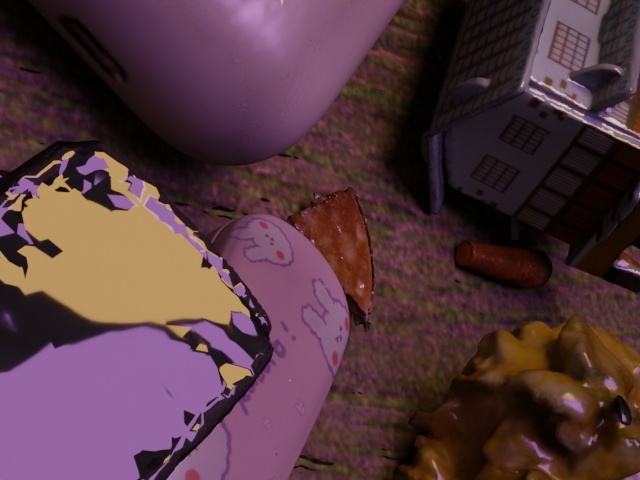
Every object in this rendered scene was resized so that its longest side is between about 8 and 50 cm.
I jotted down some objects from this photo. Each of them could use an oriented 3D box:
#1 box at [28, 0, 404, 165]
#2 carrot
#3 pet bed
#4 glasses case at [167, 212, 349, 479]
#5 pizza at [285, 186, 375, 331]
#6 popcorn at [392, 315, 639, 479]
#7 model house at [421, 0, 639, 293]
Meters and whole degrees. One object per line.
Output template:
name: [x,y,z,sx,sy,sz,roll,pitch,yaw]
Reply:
box: [-0.051,-0.242,1.230,0.288,0.141,0.349,47,59,-22]
carrot: [0.142,0.017,1.458,0.093,0.032,0.032,13,64,-42]
pet bed: [-0.160,0.072,0.993,0.183,0.159,0.211,47,53,-8]
glasses case: [-0.066,0.103,1.148,0.113,0.075,0.297,47,43,-20]
pizza: [0.009,0.000,1.321,0.100,0.029,0.099,51,35,-24]
popcorn: [0.167,0.155,1.314,0.189,0.169,0.218,34,46,-34]
model house: [0.200,-0.113,1.439,0.215,0.198,0.224,26,52,-9]
